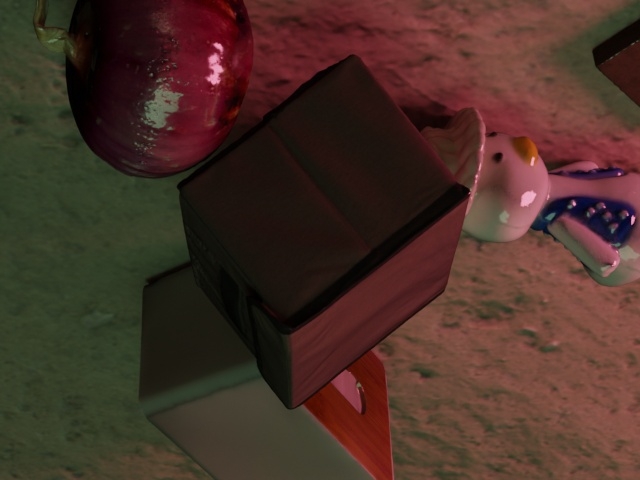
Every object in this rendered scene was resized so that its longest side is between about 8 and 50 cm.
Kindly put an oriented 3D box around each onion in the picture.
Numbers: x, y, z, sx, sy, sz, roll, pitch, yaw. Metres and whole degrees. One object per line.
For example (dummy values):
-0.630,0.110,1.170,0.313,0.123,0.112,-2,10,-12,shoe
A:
-0.128,-0.134,1.385,0.153,0.177,0.177,-24,145,-23,onion

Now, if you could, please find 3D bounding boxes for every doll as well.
0.193,-0.032,1.564,0.293,0.138,0.119,16,133,-15,doll

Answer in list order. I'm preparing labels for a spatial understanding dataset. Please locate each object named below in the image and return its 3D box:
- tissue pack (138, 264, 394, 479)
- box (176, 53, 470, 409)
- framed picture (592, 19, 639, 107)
-0.049,0.138,1.718,0.136,0.159,0.246,-20,137,20,tissue pack
0.000,0.000,1.466,0.188,0.153,0.252,-37,165,-9,box
0.329,-0.160,1.511,0.168,0.023,0.128,-32,131,28,framed picture
